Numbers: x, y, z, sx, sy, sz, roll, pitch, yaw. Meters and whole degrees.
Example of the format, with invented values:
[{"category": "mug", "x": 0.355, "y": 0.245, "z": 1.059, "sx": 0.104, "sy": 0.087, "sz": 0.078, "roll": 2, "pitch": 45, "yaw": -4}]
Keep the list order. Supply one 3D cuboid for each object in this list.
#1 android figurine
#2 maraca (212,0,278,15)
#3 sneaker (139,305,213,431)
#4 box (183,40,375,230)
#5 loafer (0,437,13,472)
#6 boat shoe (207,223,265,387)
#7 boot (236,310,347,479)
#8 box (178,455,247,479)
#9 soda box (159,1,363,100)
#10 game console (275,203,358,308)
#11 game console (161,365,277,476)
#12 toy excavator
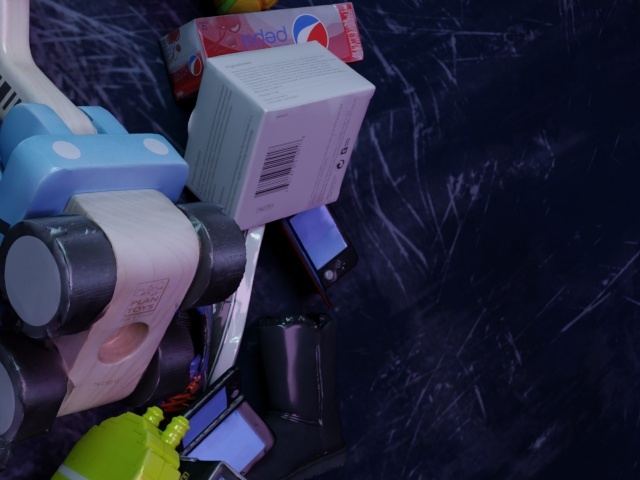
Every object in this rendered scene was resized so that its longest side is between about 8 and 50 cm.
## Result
[{"category": "android figurine", "x": -0.222, "y": 0.271, "z": 0.922, "sx": 0.056, "sy": 0.248, "sz": 0.273, "roll": 45, "pitch": 66, "yaw": -24}, {"category": "maraca", "x": -0.080, "y": -0.357, "z": 1.266, "sx": 0.099, "sy": 0.127, "sz": 0.185, "roll": 40, "pitch": 53, "yaw": -17}, {"category": "sneaker", "x": -0.164, "y": 0.148, "z": 1.122, "sx": 0.083, "sy": 0.087, "sz": 0.221, "roll": 2, "pitch": 95, "yaw": -9}, {"category": "box", "x": -0.055, "y": -0.129, "z": 1.200, "sx": 0.182, "sy": 0.181, "sz": 0.119, "roll": -19, "pitch": 51, "yaw": -40}, {"category": "loafer", "x": -0.363, "y": 0.129, "z": 0.863, "sx": 0.223, "sy": 0.076, "sz": 0.078, "roll": 33, "pitch": 62, "yaw": -10}, {"category": "boat shoe", "x": -0.123, "y": 0.077, "z": 1.210, "sx": 0.070, "sy": 0.078, "sz": 0.219, "roll": 12, "pitch": 80, "yaw": -4}, {"category": "boot", "x": -0.063, "y": 0.198, "z": 1.217, "sx": 0.246, "sy": 0.094, "sz": 0.207, "roll": -9, "pitch": 93, "yaw": -47}, {"category": "box", "x": -0.228, "y": 0.355, "z": 0.955, "sx": 0.079, "sy": 0.257, "sz": 0.322, "roll": 50, "pitch": 55, "yaw": -24}, {"category": "soda box", "x": -0.070, "y": -0.246, "z": 1.277, "sx": 0.263, "sy": 0.092, "sz": 0.083, "roll": -17, "pitch": 92, "yaw": -39}, {"category": "game console", "x": 0.000, "y": 0.000, "z": 1.304, "sx": 0.124, "sy": 0.085, "sz": 0.144, "roll": -38, "pitch": 109, "yaw": -30}, {"category": "game console", "x": -0.111, "y": 0.219, "z": 1.093, "sx": 0.071, "sy": 0.107, "sz": 0.122, "roll": 35, "pitch": 59, "yaw": 21}, {"category": "toy excavator", "x": -0.284, "y": -0.089, "z": 0.994, "sx": 0.445, "sy": 0.433, "sz": 0.222, "roll": 45, "pitch": 32, "yaw": 25}]
